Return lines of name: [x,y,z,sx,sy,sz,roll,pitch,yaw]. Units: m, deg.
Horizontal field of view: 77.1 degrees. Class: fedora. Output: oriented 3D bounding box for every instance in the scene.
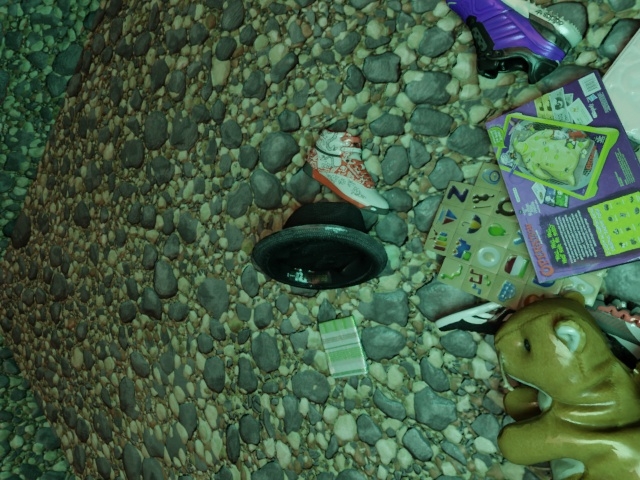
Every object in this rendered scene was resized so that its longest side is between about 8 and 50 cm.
fedora: [0.000,0.000,0.992,0.334,0.334,0.152,-14,55,29]

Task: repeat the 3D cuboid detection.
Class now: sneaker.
sneaker: [0.082,-0.182,1.007,0.270,0.090,0.144,36,110,27]
sneaker: [0.365,0.192,0.859,0.217,0.079,0.121,-26,77,26]
sneaker: [0.588,0.197,0.721,0.276,0.098,0.135,32,107,26]
sneaker: [0.359,-0.424,0.835,0.293,0.102,0.146,42,111,22]

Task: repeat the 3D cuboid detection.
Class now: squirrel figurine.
squirrel figurine: [0.481,0.261,0.637,0.397,0.281,0.369,-20,84,40]

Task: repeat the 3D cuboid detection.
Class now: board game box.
board game box: [0.462,-0.112,0.747,0.208,0.056,0.346,-21,71,32]

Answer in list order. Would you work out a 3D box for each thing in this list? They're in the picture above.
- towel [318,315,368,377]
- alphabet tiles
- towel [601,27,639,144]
towel: [0.061,0.284,1.072,0.113,0.023,0.151,-18,80,27]
alphabet tiles: [0.398,-0.009,0.829,0.343,0.011,0.284,22,91,36]
towel: [0.695,-0.279,0.675,0.332,0.053,0.316,41,111,23]
